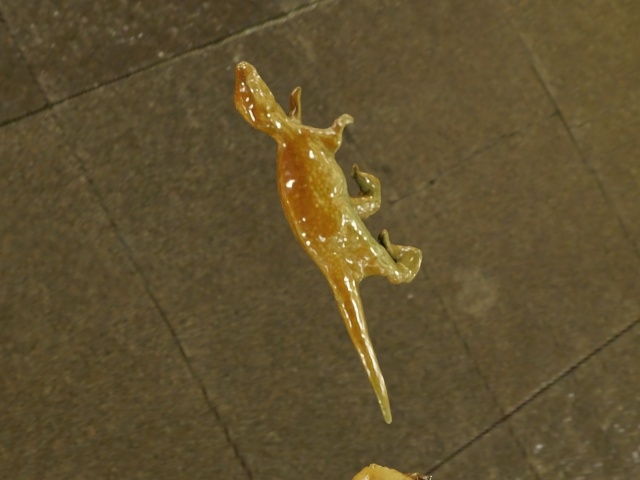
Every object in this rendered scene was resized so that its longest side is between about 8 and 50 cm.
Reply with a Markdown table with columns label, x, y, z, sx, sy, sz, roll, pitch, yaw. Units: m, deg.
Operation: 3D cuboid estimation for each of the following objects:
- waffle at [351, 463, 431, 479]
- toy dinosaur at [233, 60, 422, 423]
| label | x | y | z | sx | sy | sz | roll | pitch | yaw |
| --- | --- | --- | --- | --- | --- | --- | --- | --- | --- |
| waffle | 0.026 | 0.314 | 0.814 | 0.098 | 0.224 | 0.328 | 42 | 77 | -34 |
| toy dinosaur | 0.000 | 0.000 | 0.621 | 0.126 | 0.039 | 0.162 | 25 | 58 | -45 |
